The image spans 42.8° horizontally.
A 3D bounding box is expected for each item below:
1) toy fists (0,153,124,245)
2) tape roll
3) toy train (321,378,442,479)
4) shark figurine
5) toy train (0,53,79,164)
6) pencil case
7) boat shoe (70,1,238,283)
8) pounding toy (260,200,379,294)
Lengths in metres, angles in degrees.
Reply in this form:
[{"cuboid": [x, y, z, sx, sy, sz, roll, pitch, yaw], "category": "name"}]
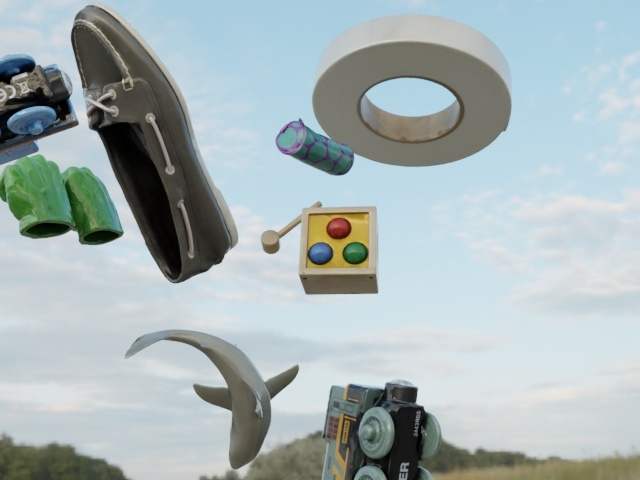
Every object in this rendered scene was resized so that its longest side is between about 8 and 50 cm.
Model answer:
[{"cuboid": [-0.475, -0.072, 1.493, 0.096, 0.142, 0.279, -24, -14, 19], "category": "toy fists"}, {"cuboid": [0.178, -0.279, 1.595, 0.392, 0.072, 0.392, 6, -30, 3], "category": "tape roll"}, {"cuboid": [0.078, 0.378, 1.280, 0.142, 0.334, 0.190, 11, -5, -34], "category": "toy train"}, {"cuboid": [-0.122, 0.192, 1.088, 0.166, 0.116, 0.278, -37, -63, -1], "category": "shark figurine"}, {"cuboid": [-0.310, -0.105, 0.739, 0.184, 0.080, 0.105, -22, -10, -10], "category": "toy train"}, {"cuboid": [-0.008, -0.161, 1.428, 0.064, 0.070, 0.152, -38, -34, 24], "category": "pencil case"}, {"cuboid": [-0.201, -0.101, 0.933, 0.112, 0.095, 0.335, 0, -56, 45], "category": "boat shoe"}, {"cuboid": [-0.005, -0.008, 1.387, 0.206, 0.181, 0.094, -1, -27, 7], "category": "pounding toy"}]
